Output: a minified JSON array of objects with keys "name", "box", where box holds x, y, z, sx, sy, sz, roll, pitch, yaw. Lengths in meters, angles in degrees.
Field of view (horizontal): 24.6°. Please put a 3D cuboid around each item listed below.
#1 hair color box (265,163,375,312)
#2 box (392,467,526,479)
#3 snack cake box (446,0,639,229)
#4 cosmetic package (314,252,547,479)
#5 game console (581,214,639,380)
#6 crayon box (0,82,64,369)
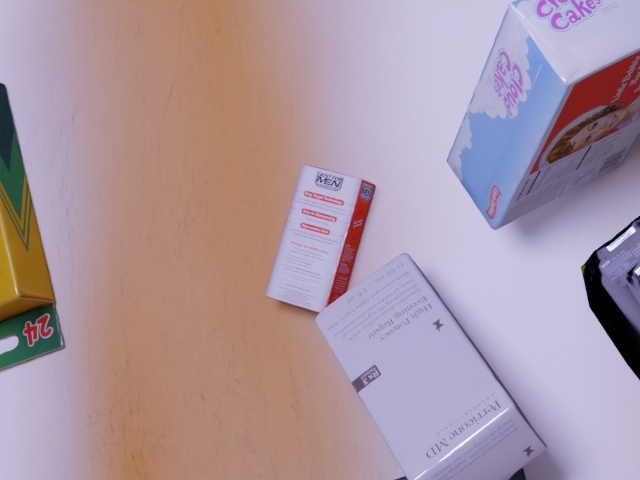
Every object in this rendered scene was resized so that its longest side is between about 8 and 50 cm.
[{"name":"hair color box","box":[0.000,0.000,1.487,0.072,0.043,0.141,16,90,23]},{"name":"box","box":[0.125,0.289,1.370,0.158,0.093,0.156,-21,75,17]},{"name":"snack cake box","box":[0.216,-0.129,1.277,0.152,0.264,0.089,-26,70,-18]},{"name":"cosmetic package","box":[0.097,0.129,1.351,0.117,0.085,0.231,-37,42,3]},{"name":"game console","box":[0.423,0.007,1.314,0.361,0.044,0.213,-39,72,13]},{"name":"crayon box","box":[-0.418,-0.004,1.640,0.202,0.081,0.318,-21,76,18]}]
